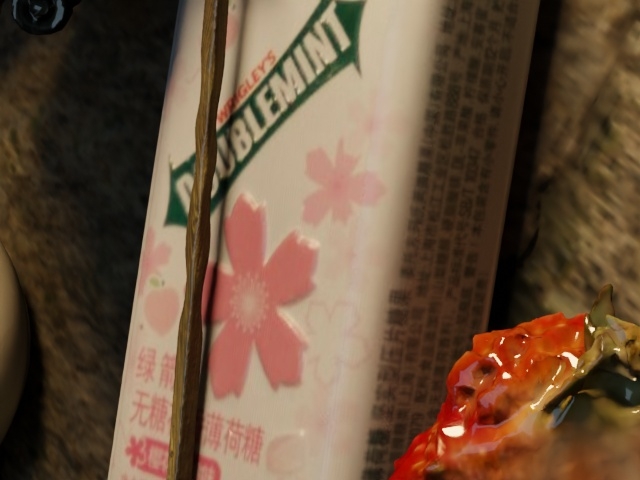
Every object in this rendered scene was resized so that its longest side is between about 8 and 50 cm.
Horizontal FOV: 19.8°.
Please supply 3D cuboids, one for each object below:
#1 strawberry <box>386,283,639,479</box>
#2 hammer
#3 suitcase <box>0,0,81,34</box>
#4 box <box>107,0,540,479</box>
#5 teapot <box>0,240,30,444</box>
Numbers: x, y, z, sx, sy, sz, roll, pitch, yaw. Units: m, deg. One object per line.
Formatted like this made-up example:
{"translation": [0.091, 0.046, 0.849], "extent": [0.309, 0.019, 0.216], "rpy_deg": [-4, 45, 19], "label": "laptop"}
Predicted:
{"translation": [0.111, 0.135, 0.783], "extent": [0.175, 0.107, 0.236], "rpy_deg": [27, 109, 8], "label": "strawberry"}
{"translation": [-0.058, -0.027, 0.885], "extent": [0.058, 0.029, 0.292], "rpy_deg": [7, 92, 49], "label": "hammer"}
{"translation": [-0.123, -0.321, 0.971], "extent": [0.283, 0.194, 0.433], "rpy_deg": [-78, 3, -84], "label": "suitcase"}
{"translation": [0.000, 0.000, 0.916], "extent": [0.190, 0.112, 0.369], "rpy_deg": [13, 96, 48], "label": "box"}
{"translation": [-0.280, 0.085, 1.181], "extent": [0.208, 0.166, 0.299], "rpy_deg": [-20, 59, 32], "label": "teapot"}
